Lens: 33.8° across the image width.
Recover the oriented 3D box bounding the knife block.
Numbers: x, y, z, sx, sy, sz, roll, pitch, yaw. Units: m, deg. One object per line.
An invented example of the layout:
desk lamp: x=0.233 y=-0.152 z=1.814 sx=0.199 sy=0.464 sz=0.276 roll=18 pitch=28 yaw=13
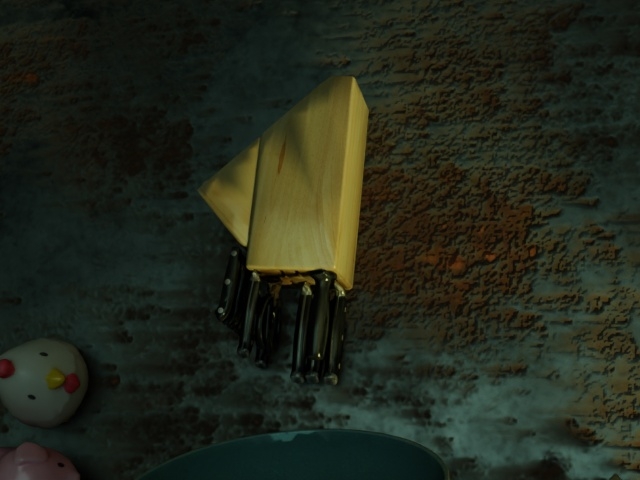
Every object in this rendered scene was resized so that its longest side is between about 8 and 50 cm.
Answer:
knife block: x=0.000 y=0.000 z=1.094 sx=0.276 sy=0.088 sz=0.242 roll=-41 pitch=69 yaw=-2

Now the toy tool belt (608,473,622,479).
toy tool belt: x=0.274 y=0.259 z=0.974 sx=0.051 sy=0.052 sz=0.083 roll=8 pitch=66 yaw=55

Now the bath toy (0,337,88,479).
bath toy: x=-0.306 y=0.263 z=1.062 sx=0.152 sy=0.129 sz=0.348 roll=1 pitch=73 yaw=14

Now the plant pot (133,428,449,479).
plant pot: x=-0.025 y=0.306 z=0.925 sx=0.290 sy=0.290 sz=0.195 roll=-4 pitch=98 yaw=12
